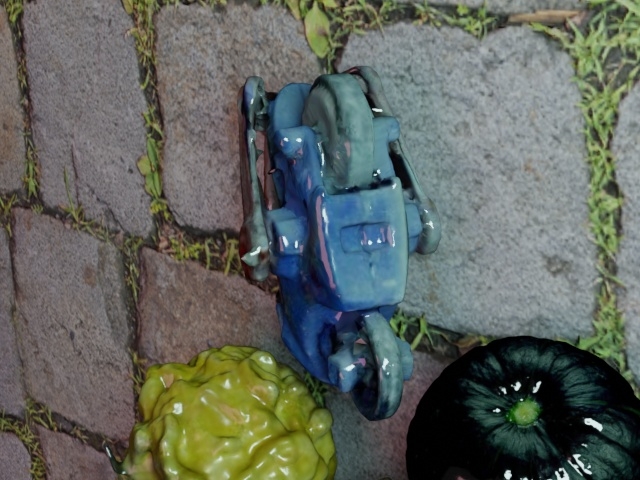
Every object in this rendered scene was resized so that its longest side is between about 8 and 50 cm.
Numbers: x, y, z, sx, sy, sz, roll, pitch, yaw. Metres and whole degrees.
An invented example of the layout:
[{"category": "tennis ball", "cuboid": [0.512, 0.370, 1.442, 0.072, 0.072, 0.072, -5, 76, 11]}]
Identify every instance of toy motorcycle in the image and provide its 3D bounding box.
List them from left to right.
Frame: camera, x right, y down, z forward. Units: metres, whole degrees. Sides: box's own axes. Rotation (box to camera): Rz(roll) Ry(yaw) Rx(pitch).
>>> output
[{"category": "toy motorcycle", "cuboid": [0.024, -0.003, 1.155, 0.182, 0.241, 0.319, -5, 93, 8]}]

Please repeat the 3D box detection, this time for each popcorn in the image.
[{"category": "popcorn", "cuboid": [-0.100, 0.230, 1.288, 0.249, 0.225, 0.249, 34, 135, 43]}]

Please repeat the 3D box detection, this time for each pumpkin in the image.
[{"category": "pumpkin", "cuboid": [0.170, 0.172, 1.008, 0.202, 0.202, 0.140, 37, 158, 34]}]

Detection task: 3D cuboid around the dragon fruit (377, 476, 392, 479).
[{"category": "dragon fruit", "cuboid": [0.106, 0.366, 1.093, 0.262, 0.314, 0.296, -21, 108, 25]}]
